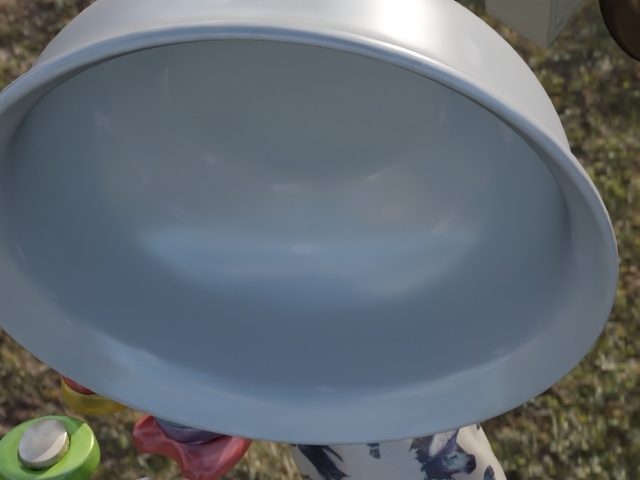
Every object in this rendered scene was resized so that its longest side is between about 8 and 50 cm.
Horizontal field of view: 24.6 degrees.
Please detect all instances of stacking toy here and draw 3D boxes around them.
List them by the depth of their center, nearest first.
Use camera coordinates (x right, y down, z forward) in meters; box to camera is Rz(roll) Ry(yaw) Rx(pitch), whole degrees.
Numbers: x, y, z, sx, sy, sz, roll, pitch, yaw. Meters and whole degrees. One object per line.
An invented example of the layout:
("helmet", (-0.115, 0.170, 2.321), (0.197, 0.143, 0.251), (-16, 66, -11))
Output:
("stacking toy", (-0.255, 0.203, 1.820), (0.309, 0.130, 0.279), (15, 39, 30))

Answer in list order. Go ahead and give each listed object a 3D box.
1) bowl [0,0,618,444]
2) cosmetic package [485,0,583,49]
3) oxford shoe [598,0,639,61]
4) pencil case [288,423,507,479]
("bowl", (-0.013, -0.034, 0.681), (0.298, 0.298, 0.134), (-3, 52, 11))
("cosmetic package", (0.304, -0.400, 1.940), (0.113, 0.309, 0.160), (34, 78, 14))
("oxford shoe", (0.059, -0.139, 0.345), (0.096, 0.083, 0.227), (2, 68, -20))
("pencil case", (0.059, 0.140, 1.206), (0.183, 0.410, 0.160), (-26, 7, -39))
